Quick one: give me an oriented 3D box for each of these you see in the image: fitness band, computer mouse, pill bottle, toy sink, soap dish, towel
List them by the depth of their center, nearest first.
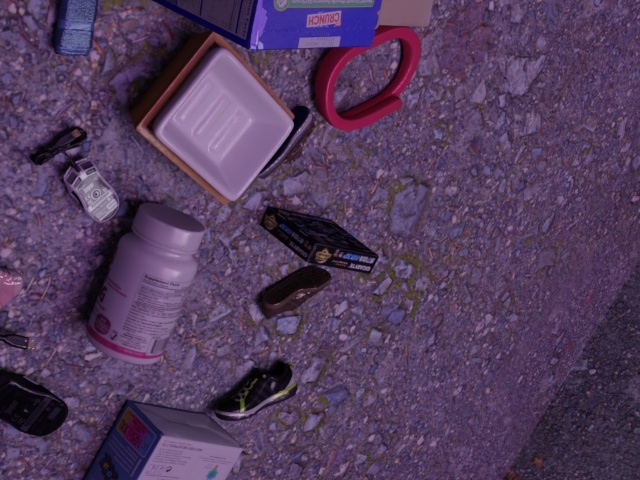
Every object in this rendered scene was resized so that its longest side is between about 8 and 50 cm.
[{"bbox_3d":[-0.406,-0.365,1.588,0.067,0.029,0.120,-6,120,-43],"label":"towel"},{"bbox_3d":[-0.432,-0.111,1.728,0.106,0.042,0.193,-44,133,-21],"label":"computer mouse"},{"bbox_3d":[-0.203,-0.231,1.811,0.229,0.118,0.291,-52,140,-4],"label":"soap dish"},{"bbox_3d":[-0.578,0.262,1.822,0.262,0.060,0.184,30,98,-38],"label":"computer mouse"},{"bbox_3d":[-0.335,0.081,1.858,0.160,0.160,0.283,10,108,-47],"label":"pill bottle"},{"bbox_3d":[0.092,-0.490,1.884,0.234,0.152,0.131,-10,116,-45],"label":"toy sink"},{"bbox_3d":[0.105,-0.357,2.077,0.290,0.054,0.209,-31,135,-29],"label":"fitness band"}]

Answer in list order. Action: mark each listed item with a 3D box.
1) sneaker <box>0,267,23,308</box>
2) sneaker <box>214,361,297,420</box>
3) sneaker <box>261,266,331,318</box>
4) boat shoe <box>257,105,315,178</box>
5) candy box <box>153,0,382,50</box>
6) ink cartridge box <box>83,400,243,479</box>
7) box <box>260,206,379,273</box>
[{"bbox_3d":[-0.571,0.059,1.695,0.070,0.051,0.134,-36,139,-25],"label":"sneaker"},{"bbox_3d":[-0.159,0.354,2.301,0.234,0.084,0.097,-20,105,-36],"label":"sneaker"},{"bbox_3d":[-0.060,0.123,2.248,0.188,0.066,0.071,-22,147,-27],"label":"sneaker"},{"bbox_3d":[-0.070,-0.193,2.008,0.183,0.066,0.066,-49,141,-8],"label":"boat shoe"},{"bbox_3d":[-0.098,-0.423,1.630,0.268,0.317,0.122,-11,123,-41],"label":"candy box"},{"bbox_3d":[-0.392,0.576,2.143,0.270,0.151,0.396,24,96,-49],"label":"ink cartridge box"},{"bbox_3d":[0.000,0.000,2.123,0.220,0.175,0.051,11,111,-48],"label":"box"}]
